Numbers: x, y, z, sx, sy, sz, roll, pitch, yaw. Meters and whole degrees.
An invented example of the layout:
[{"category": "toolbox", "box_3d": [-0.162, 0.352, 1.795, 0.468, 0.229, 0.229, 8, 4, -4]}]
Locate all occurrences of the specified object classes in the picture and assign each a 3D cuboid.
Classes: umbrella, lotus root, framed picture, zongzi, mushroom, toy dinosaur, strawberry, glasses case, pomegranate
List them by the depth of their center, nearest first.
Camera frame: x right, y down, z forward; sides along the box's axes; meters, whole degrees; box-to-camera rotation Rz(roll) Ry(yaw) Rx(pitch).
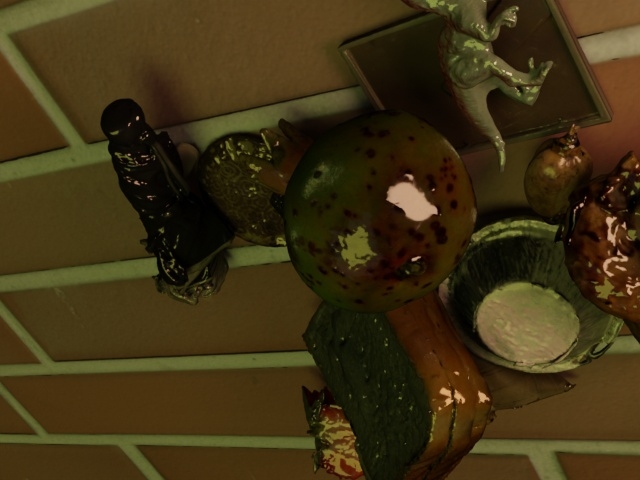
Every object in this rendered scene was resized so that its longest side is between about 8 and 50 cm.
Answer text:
[{"category": "toy dinosaur", "box_3d": [0.157, -0.175, 1.037, 0.167, 0.053, 0.242, 13, 139, 17]}, {"category": "mushroom", "box_3d": [0.386, 0.024, 1.041, 0.283, 0.195, 0.263, 38, 175, -7]}, {"category": "framed picture", "box_3d": [0.164, -0.174, 1.090, 0.260, 0.023, 0.189, -12, 126, 37]}, {"category": "lotus root", "box_3d": [0.263, -0.074, 1.107, 0.072, 0.063, 0.152, -4, 142, -4]}, {"category": "pomegranate", "box_3d": [0.042, -0.062, 1.133, 0.286, 0.231, 0.231, 52, 144, 19]}, {"category": "umbrella", "box_3d": [-0.205, -0.041, 1.333, 0.106, 0.113, 0.357, 28, 152, 30]}, {"category": "glasses case", "box_3d": [-0.190, -0.103, 1.360, 0.032, 0.021, 0.083, 29, 141, -6]}, {"category": "zongzi", "box_3d": [0.234, 0.158, 1.362, 0.197, 0.099, 0.194, -16, 117, 12]}, {"category": "strawberry", "box_3d": [0.090, 0.282, 1.563, 0.228, 0.098, 0.174, -8, 113, 19]}]

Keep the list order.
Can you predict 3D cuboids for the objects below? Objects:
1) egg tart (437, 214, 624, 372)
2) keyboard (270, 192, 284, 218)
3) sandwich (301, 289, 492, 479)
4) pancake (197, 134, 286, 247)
[{"category": "egg tart", "box_3d": [0.256, 0.080, 1.226, 0.234, 0.094, 0.234, 9, 124, 13]}, {"category": "keyboard", "box_3d": [-0.001, 0.001, 1.268, 0.196, 0.015, 0.074, 52, 138, 19]}, {"category": "sandwich", "box_3d": [0.092, 0.170, 1.303, 0.099, 0.301, 0.271, -10, 145, -22]}, {"category": "pancake", "box_3d": [-0.082, -0.062, 1.345, 0.199, 0.021, 0.199, 15, 138, 14]}]
